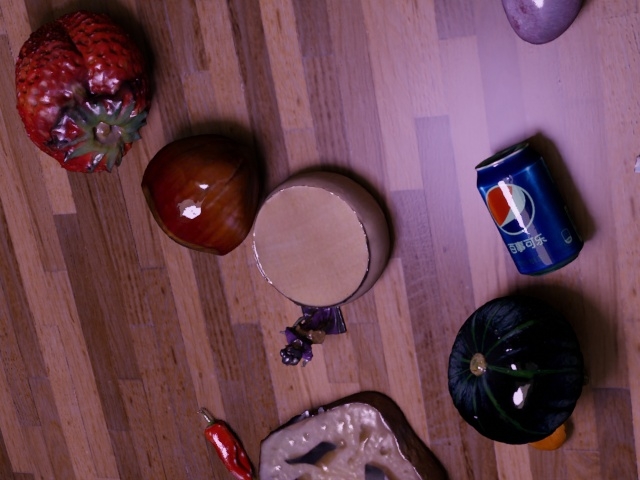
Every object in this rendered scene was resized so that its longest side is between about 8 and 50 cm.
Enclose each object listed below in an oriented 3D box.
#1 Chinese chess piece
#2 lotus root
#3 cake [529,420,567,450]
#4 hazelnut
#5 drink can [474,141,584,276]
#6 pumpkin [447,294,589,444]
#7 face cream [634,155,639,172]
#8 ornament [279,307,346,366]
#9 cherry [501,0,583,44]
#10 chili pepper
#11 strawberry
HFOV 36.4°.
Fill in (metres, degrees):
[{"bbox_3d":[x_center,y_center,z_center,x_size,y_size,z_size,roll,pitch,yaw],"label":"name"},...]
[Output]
[{"bbox_3d":[0.000,0.000,1.744,0.250,0.103,0.249,8,111,22],"label":"Chinese chess piece"},{"bbox_3d":[0.062,0.469,1.888,0.390,0.111,0.375,21,114,19],"label":"lotus root"},{"bbox_3d":[0.395,0.331,1.724,0.084,0.044,0.084,7,110,20],"label":"cake"},{"bbox_3d":[-0.210,-0.094,1.748,0.229,0.229,0.229,8,111,21],"label":"hazelnut"},{"bbox_3d":[0.334,-0.050,1.571,0.118,0.118,0.205,-24,96,29],"label":"drink can"},{"bbox_3d":[0.346,0.218,1.625,0.248,0.248,0.248,8,111,21],"label":"pumpkin"},{"bbox_3d":[0.547,-0.111,1.510,0.115,0.020,0.038,10,110,17],"label":"face cream"},{"bbox_3d":[-0.027,0.183,1.771,0.088,0.203,0.081,-12,111,24],"label":"ornament"},{"bbox_3d":[0.308,-0.376,1.478,0.188,0.115,0.148,20,154,24],"label":"cherry"},{"bbox_3d":[-0.192,0.426,2.008,0.050,0.059,0.191,-36,89,21],"label":"chili pepper"},{"bbox_3d":[-0.443,-0.279,1.781,0.288,0.250,0.238,48,157,26],"label":"strawberry"}]
